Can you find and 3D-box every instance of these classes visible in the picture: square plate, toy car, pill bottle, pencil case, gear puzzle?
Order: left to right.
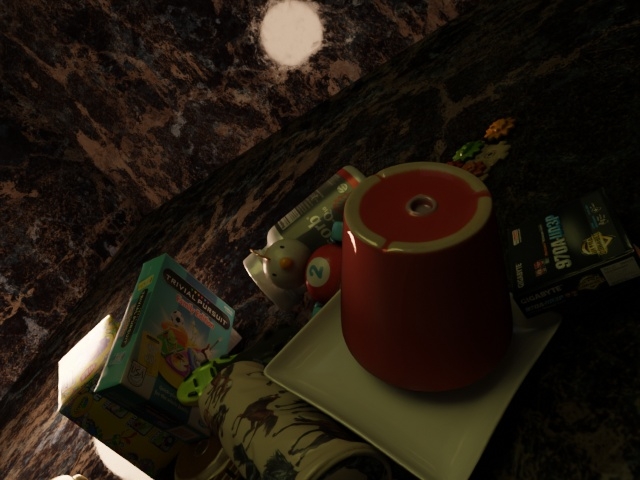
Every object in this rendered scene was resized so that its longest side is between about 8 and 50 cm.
[{"bbox_3d":[-0.053,0.332,0.866,0.184,0.159,0.410,-1,8,-31],"label":"pencil case"},{"bbox_3d":[-0.042,0.057,1.118,0.210,0.238,0.219,67,-145,-87],"label":"toy car"},{"bbox_3d":[0.000,0.000,1.313,0.363,0.210,0.210,-40,24,0],"label":"pill bottle"},{"bbox_3d":[0.145,0.175,0.828,0.344,0.049,0.347,23,52,35],"label":"square plate"},{"bbox_3d":[0.381,-0.207,1.321,0.339,0.044,0.175,-45,25,-11],"label":"gear puzzle"}]

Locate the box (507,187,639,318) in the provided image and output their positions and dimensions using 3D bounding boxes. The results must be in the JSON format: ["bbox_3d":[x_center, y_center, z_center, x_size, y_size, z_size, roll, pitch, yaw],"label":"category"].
[{"bbox_3d":[0.395,0.015,0.833,0.175,0.051,0.220,-28,18,29],"label":"box"}]

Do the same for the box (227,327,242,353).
[{"bbox_3d":[-0.290,0.254,1.422,0.087,0.102,0.101,-45,26,-17],"label":"box"}]

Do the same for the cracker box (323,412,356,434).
[{"bbox_3d":[0.109,0.232,0.933,0.232,0.067,0.156,-49,27,-22],"label":"cracker box"}]

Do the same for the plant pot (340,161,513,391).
[{"bbox_3d":[0.147,0.038,0.760,0.275,0.243,0.275,-7,41,6],"label":"plant pot"}]

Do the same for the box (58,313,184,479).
[{"bbox_3d":[-0.462,0.366,1.262,0.177,0.279,0.290,-46,25,-12],"label":"box"}]

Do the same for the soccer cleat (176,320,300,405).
[{"bbox_3d":[-0.157,0.281,1.102,0.289,0.121,0.093,-26,39,-21],"label":"soccer cleat"}]

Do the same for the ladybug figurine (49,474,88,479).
[{"bbox_3d":[-0.619,0.702,1.053,0.305,0.162,0.449,-7,40,51],"label":"ladybug figurine"}]

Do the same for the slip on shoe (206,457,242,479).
[{"bbox_3d":[-0.178,0.453,1.003,0.135,0.051,0.041,-52,-14,-7],"label":"slip on shoe"}]

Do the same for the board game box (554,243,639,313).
[{"bbox_3d":[0.426,0.043,0.845,0.169,0.033,0.133,-34,25,12],"label":"board game box"}]

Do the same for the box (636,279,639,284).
[{"bbox_3d":[0.542,0.017,0.728,0.162,0.029,0.116,-44,24,-5],"label":"box"}]

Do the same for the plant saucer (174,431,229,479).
[{"bbox_3d":[-0.242,0.447,1.106,0.199,0.036,0.198,-31,26,17],"label":"plant saucer"}]

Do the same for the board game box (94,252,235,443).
[{"bbox_3d":[-0.323,0.234,1.162,0.079,0.254,0.336,-23,39,24],"label":"board game box"}]
